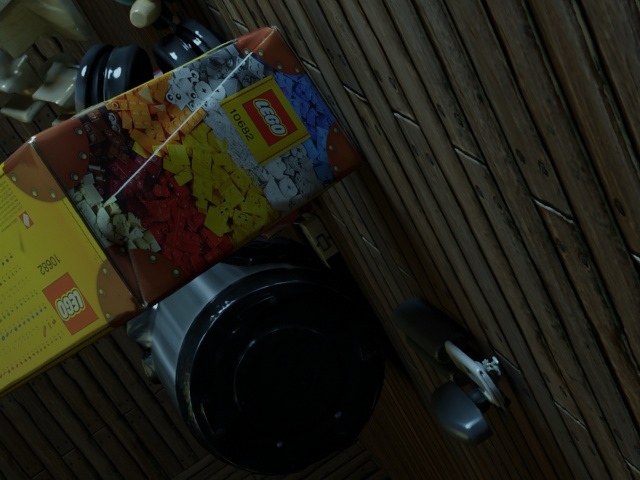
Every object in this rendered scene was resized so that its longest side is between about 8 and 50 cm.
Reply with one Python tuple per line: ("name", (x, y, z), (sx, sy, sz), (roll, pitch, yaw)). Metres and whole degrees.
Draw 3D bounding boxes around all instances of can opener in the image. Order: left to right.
("can opener", (0.143, 0.143, 1.415), (0.074, 0.093, 0.280), (59, 177, -22))

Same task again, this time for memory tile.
("memory tile", (-0.216, -0.327, 1.978), (0.113, 0.012, 0.148), (59, 173, -17))

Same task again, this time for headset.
("headset", (-0.223, -0.219, 1.707), (0.185, 0.244, 0.394), (70, -176, -64))

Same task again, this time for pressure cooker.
("pressure cooker", (-0.119, 0.181, 2.120), (0.369, 0.375, 0.420), (56, 172, -20))

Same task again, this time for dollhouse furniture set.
("dollhouse furniture set", (-0.485, -0.398, 1.809), (0.394, 0.256, 0.362), (16, 150, 37))

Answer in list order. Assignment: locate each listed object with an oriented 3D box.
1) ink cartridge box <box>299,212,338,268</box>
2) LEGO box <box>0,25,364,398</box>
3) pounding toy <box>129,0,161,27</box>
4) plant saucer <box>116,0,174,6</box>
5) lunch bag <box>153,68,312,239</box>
("ink cartridge box", (0.000, 0.000, 1.915), (0.083, 0.028, 0.048), (59, 172, -19))
("LEGO box", (-0.257, 0.000, 1.364), (0.500, 0.372, 0.193), (-30, 94, 44))
("pounding toy", (-0.262, -0.431, 1.619), (0.154, 0.155, 0.269), (-67, -41, -65))
("plant saucer", (-0.318, -0.409, 1.858), (0.195, 0.037, 0.195), (28, 168, 6))
("lunch bag", (-0.133, -0.135, 1.842), (0.293, 0.120, 0.258), (49, 170, 43))
